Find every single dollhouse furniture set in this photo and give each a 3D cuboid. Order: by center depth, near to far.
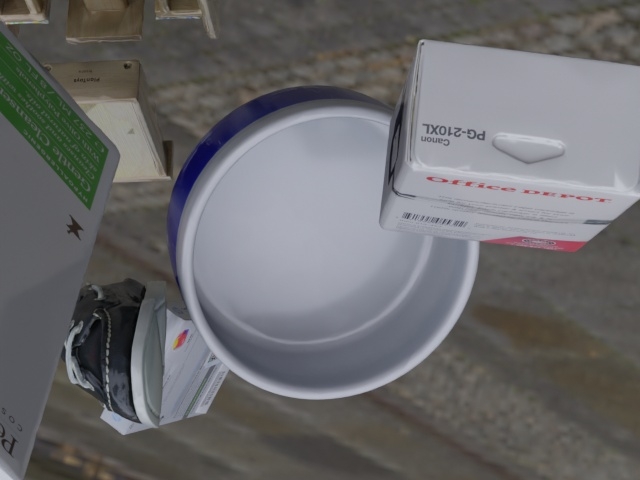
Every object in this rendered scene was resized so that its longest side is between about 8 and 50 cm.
[{"bbox_3d":[-0.205,-0.199,1.656,0.212,0.242,0.161,-2,153,5],"label":"dollhouse furniture set"}]

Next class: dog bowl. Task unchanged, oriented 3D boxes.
[{"bbox_3d":[0.000,0.000,1.486,0.265,0.265,0.104,23,-170,-19],"label":"dog bowl"}]

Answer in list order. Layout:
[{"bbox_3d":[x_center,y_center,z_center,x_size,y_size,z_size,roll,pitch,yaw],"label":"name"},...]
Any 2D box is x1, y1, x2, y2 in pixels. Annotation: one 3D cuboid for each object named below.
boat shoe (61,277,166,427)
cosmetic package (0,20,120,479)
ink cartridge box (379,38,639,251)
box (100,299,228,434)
[{"bbox_3d":[-0.181,0.096,1.468,0.091,0.114,0.302,0,-177,-4],"label":"boat shoe"},{"bbox_3d":[-0.255,0.006,0.982,0.155,0.365,0.197,-33,115,18],"label":"cosmetic package"},{"bbox_3d":[0.142,-0.066,1.293,0.172,0.100,0.237,7,170,-2],"label":"ink cartridge box"},{"bbox_3d":[-0.149,0.131,1.832,0.038,0.145,0.186,33,-165,18],"label":"box"}]
